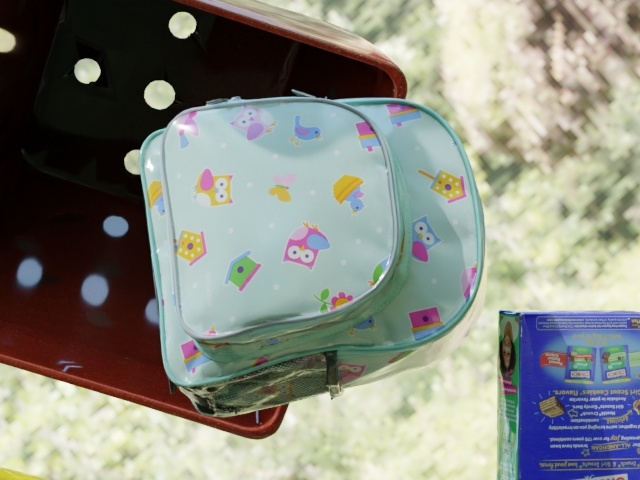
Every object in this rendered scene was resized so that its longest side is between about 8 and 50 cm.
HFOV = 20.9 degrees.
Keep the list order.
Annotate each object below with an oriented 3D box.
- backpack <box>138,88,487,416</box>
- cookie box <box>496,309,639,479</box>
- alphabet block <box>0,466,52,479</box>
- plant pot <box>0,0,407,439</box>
[{"bbox_3d":[0.000,0.000,0.954,0.188,0.166,0.144,-7,-20,-3],"label":"backpack"},{"bbox_3d":[0.147,0.093,0.967,0.091,0.107,0.040,1,-1,-12],"label":"cookie box"},{"bbox_3d":[-0.237,0.246,1.134,0.197,0.193,0.192,54,-132,-65],"label":"alphabet block"},{"bbox_3d":[-0.114,-0.066,1.171,0.236,0.267,0.267,-92,22,-68],"label":"plant pot"}]
